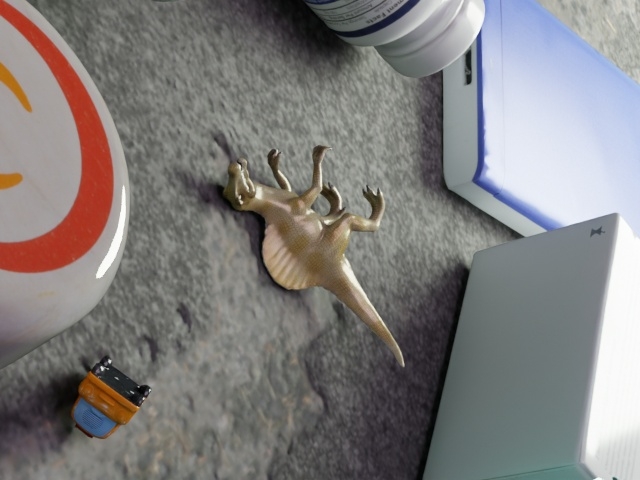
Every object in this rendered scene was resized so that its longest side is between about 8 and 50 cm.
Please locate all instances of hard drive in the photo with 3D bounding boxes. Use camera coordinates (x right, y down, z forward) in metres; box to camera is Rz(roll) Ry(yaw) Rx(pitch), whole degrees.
[{"bbox_3d":[0.213,-0.085,1.382,0.319,0.040,0.210,28,55,-45],"label":"hard drive"}]

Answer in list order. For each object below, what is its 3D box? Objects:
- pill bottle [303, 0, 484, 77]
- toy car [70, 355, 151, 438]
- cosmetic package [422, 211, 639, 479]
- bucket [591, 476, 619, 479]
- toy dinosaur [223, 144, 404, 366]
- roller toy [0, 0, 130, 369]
[{"bbox_3d":[0.031,-0.203,1.126,0.187,0.112,0.112,41,46,-37],"label":"pill bottle"},{"bbox_3d":[-0.147,0.069,0.861,0.122,0.060,0.040,35,93,-19],"label":"toy car"},{"bbox_3d":[0.206,0.143,1.197,0.224,0.138,0.224,48,43,-33],"label":"cosmetic package"},{"bbox_3d":[0.037,0.227,0.841,0.281,0.281,0.183,8,74,-52],"label":"bucket"},{"bbox_3d":[0.000,0.000,1.071,0.183,0.053,0.092,46,59,-22],"label":"toy dinosaur"},{"bbox_3d":[-0.199,-0.022,0.718,0.209,0.146,0.191,34,42,-34],"label":"roller toy"}]
